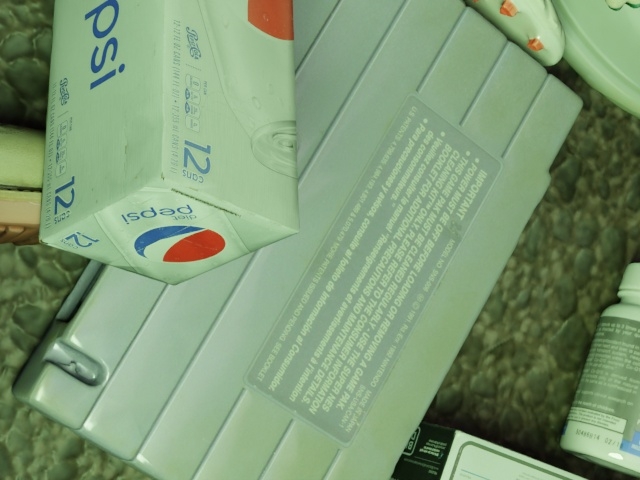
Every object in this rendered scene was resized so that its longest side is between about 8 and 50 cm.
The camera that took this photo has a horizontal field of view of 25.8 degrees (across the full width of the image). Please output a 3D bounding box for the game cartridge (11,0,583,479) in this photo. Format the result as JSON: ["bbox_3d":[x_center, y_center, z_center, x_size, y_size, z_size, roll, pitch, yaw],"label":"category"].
[{"bbox_3d":[0.000,0.000,0.863,0.230,0.068,0.355,37,75,-25],"label":"game cartridge"}]

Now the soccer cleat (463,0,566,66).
[{"bbox_3d":[0.103,-0.198,0.905,0.196,0.068,0.076,47,69,-15],"label":"soccer cleat"}]

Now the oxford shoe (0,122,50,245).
[{"bbox_3d":[-0.271,-0.085,0.692,0.397,0.140,0.146,14,78,-27],"label":"oxford shoe"}]

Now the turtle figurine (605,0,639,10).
[{"bbox_3d":[0.187,-0.234,0.834,0.234,0.118,0.175,19,95,-7],"label":"turtle figurine"}]

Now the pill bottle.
[{"bbox_3d":[0.220,0.089,0.955,0.078,0.078,0.137,23,81,-24],"label":"pill bottle"}]

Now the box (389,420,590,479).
[{"bbox_3d":[0.087,0.276,0.888,0.169,0.087,0.290,25,80,-23],"label":"box"}]

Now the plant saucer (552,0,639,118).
[{"bbox_3d":[0.308,-0.273,0.982,0.401,0.100,0.400,0,90,-25],"label":"plant saucer"}]

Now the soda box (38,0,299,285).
[{"bbox_3d":[-0.077,-0.129,0.735,0.091,0.098,0.286,22,55,-41],"label":"soda box"}]
